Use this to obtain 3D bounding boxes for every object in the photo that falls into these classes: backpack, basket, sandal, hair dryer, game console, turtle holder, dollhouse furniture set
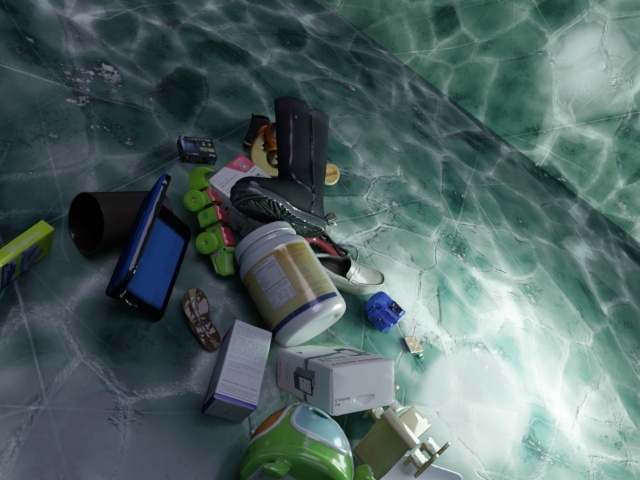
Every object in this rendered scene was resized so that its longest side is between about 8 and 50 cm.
[{"bbox_3d":[0.206,0.234,1.627,0.120,0.098,0.101,48,48,10],"label":"backpack"},{"bbox_3d":[-0.535,-0.064,1.349,0.226,0.204,0.154,-15,86,-49],"label":"basket"},{"bbox_3d":[-0.329,0.218,1.338,0.072,0.049,0.180,-21,82,-36],"label":"sandal"},{"bbox_3d":[0.000,0.000,1.702,0.293,0.080,0.224,-14,64,-39],"label":"hair dryer"},{"bbox_3d":[-0.401,0.024,1.244,0.173,0.250,0.293,25,59,-26],"label":"game console"},{"bbox_3d":[-0.016,0.515,1.141,0.320,0.244,0.227,7,30,4],"label":"turtle holder"},{"bbox_3d":[0.225,0.506,1.314,0.212,0.161,0.242,45,32,25],"label":"dollhouse furniture set"}]

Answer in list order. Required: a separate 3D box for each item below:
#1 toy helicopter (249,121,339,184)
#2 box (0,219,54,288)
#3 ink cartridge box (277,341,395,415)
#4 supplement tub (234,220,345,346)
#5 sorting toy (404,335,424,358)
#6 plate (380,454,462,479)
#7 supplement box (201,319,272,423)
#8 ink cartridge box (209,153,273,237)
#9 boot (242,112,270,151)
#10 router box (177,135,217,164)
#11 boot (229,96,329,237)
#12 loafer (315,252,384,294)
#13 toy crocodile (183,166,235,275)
[{"bbox_3d":[-0.094,-0.271,1.804,0.354,0.140,0.235,17,90,-23],"label":"toy helicopter"},{"bbox_3d":[-0.727,0.039,1.180,0.042,0.109,0.178,37,44,-3],"label":"box"},{"bbox_3d":[0.035,0.351,1.286,0.198,0.272,0.115,1,89,-33],"label":"ink cartridge box"},{"bbox_3d":[-0.095,0.124,1.430,0.228,0.228,0.316,-15,64,-40],"label":"supplement tub"},{"bbox_3d":[0.318,0.363,1.653,0.062,0.012,0.083,4,50,-37],"label":"sorting toy"},{"bbox_3d":[0.256,0.724,1.291,0.277,0.045,0.278,25,45,-14],"label":"plate"},{"bbox_3d":[-0.212,0.335,1.264,0.113,0.111,0.220,23,46,-16],"label":"supplement box"},{"bbox_3d":[-0.223,-0.126,1.635,0.283,0.117,0.207,37,44,-1],"label":"ink cartridge box"},{"bbox_3d":[-0.188,-0.409,1.869,0.197,0.137,0.077,-8,40,-38],"label":"boot"},{"bbox_3d":[-0.431,-0.315,1.715,0.122,0.038,0.092,-1,56,-33],"label":"router box"},{"bbox_3d":[-0.115,-0.270,1.543,0.367,0.146,0.446,28,58,-47],"label":"boot"},{"bbox_3d":[0.088,0.108,1.645,0.319,0.111,0.112,9,50,-27],"label":"loafer"},{"bbox_3d":[-0.321,-0.056,1.472,0.115,0.105,0.341,20,50,-74],"label":"toy crocodile"}]
